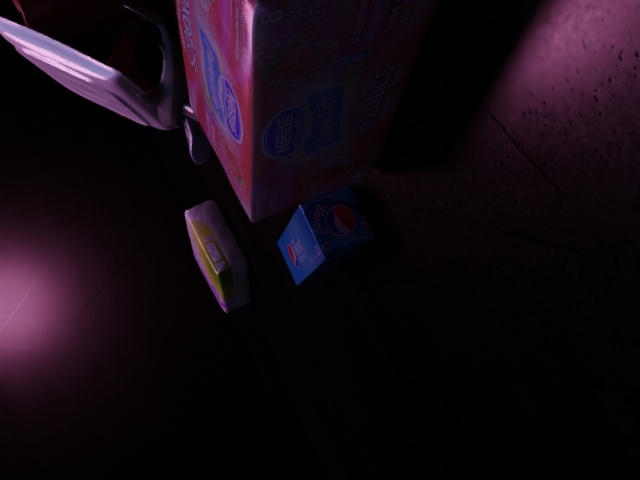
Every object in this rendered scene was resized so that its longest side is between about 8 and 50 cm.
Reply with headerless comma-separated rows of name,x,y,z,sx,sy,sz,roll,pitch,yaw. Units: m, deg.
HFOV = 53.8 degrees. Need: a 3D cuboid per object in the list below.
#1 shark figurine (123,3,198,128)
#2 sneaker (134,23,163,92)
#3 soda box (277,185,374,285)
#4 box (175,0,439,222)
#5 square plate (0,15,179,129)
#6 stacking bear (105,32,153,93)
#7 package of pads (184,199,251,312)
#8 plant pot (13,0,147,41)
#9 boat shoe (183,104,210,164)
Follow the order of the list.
shark figurine,-0.338,-0.344,1.328,0.166,0.116,0.278,37,138,42
sneaker,-0.394,-0.413,1.515,0.087,0.083,0.221,-123,19,-48
soda box,0.000,0.000,0.804,0.071,0.067,0.210,65,165,7
box,-0.023,-0.157,0.507,0.154,0.142,0.300,61,164,16
square plate,-0.537,-0.371,1.467,0.344,0.049,0.347,26,176,11
stacking bear,-0.492,-0.445,1.674,0.175,0.164,0.289,66,160,2
package of pads,-0.288,0.046,1.791,0.229,0.101,0.296,59,162,21
plant pot,-0.595,-0.605,1.499,0.272,0.265,0.272,53,165,22
boat shoe,-0.289,-0.247,1.466,0.040,0.049,0.142,45,147,48
